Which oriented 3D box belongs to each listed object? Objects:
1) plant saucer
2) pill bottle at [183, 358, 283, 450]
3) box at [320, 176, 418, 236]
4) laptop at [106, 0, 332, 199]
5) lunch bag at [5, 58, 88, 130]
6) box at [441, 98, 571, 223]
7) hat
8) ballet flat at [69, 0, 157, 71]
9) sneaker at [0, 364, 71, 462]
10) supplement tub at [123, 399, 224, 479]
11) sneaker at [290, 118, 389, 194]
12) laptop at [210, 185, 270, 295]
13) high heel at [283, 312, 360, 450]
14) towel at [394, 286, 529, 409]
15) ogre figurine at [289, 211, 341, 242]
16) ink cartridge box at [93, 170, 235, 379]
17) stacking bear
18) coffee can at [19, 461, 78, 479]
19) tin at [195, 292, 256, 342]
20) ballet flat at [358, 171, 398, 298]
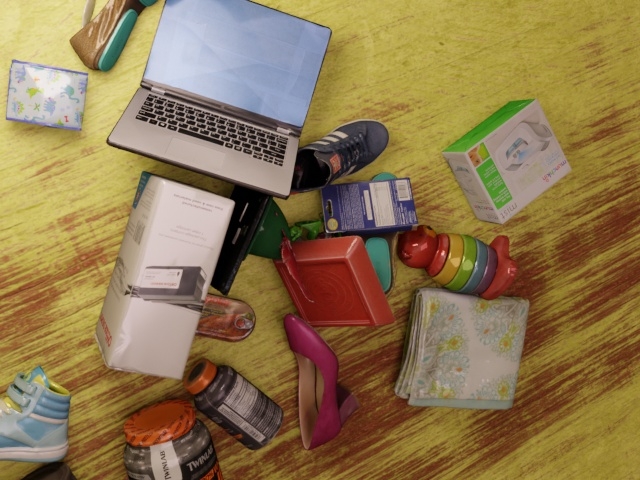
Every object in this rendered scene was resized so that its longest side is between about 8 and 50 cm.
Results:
[{"bbox_3d":[0.019,0.116,1.780,0.047,0.259,0.258,-56,131,-46],"label":"plant saucer"},{"bbox_3d":[-0.216,0.391,1.808,0.246,0.130,0.130,44,82,-21],"label":"pill bottle"},{"bbox_3d":[0.117,-0.081,1.831,0.225,0.036,0.136,-5,65,-4],"label":"box"},{"bbox_3d":[-0.200,-0.337,1.598,0.382,0.408,0.236,17,125,-7],"label":"laptop"},{"bbox_3d":[-0.580,-0.305,1.571,0.151,0.096,0.128,4,98,-31],"label":"lunch bag"},{"bbox_3d":[0.496,-0.211,1.990,0.262,0.127,0.231,-36,107,-13],"label":"box"},{"bbox_3d":[-0.071,0.010,1.738,0.184,0.173,0.208,23,86,-7],"label":"hat"},{"bbox_3d":[-0.422,-0.525,1.597,0.124,0.116,0.342,36,92,4],"label":"ballet flat"},{"bbox_3d":[-0.700,0.369,1.623,0.319,0.127,0.208,9,97,-32],"label":"sneaker"},{"bbox_3d":[-0.336,0.562,1.748,0.207,0.207,0.338,-18,105,-18],"label":"supplement tub"},{"bbox_3d":[0.032,-0.194,1.798,0.350,0.148,0.131,-27,107,-16],"label":"sneaker"},{"bbox_3d":[-0.168,0.001,1.679,0.137,0.264,0.234,23,90,-33],"label":"laptop"},{"bbox_3d":[-0.035,0.359,1.857,0.181,0.127,0.377,-41,118,-21],"label":"high heel"},{"bbox_3d":[0.398,0.301,2.054,0.375,0.090,0.320,8,97,-22],"label":"towel"},{"bbox_3d":[0.000,0.000,1.841,0.197,0.097,0.118,-30,118,-57],"label":"ogre figurine"},{"bbox_3d":[-0.348,0.066,1.619,0.166,0.285,0.394,16,93,-23],"label":"ink cartridge box"},{"bbox_3d":[0.340,0.045,1.957,0.289,0.175,0.164,18,125,-13],"label":"stacking bear"},{"bbox_3d":[-0.581,0.671,1.675,0.202,0.201,0.275,-33,109,-13],"label":"coffee can"},{"bbox_3d":[-0.251,0.185,1.812,0.190,0.040,0.106,16,97,-23],"label":"tin"},{"bbox_3d":[0.144,-0.002,1.880,0.123,0.123,0.348,16,64,-23],"label":"ballet flat"}]
